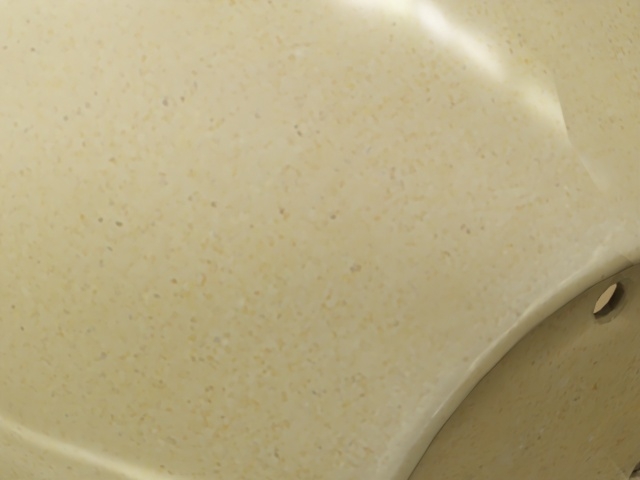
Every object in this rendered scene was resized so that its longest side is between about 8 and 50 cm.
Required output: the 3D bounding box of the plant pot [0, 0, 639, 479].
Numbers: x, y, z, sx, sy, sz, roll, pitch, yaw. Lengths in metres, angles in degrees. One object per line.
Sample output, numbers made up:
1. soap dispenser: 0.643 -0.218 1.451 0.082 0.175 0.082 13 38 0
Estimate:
1. plant pot: 0.000 0.000 0.464 0.284 0.284 0.191 -50 55 5
